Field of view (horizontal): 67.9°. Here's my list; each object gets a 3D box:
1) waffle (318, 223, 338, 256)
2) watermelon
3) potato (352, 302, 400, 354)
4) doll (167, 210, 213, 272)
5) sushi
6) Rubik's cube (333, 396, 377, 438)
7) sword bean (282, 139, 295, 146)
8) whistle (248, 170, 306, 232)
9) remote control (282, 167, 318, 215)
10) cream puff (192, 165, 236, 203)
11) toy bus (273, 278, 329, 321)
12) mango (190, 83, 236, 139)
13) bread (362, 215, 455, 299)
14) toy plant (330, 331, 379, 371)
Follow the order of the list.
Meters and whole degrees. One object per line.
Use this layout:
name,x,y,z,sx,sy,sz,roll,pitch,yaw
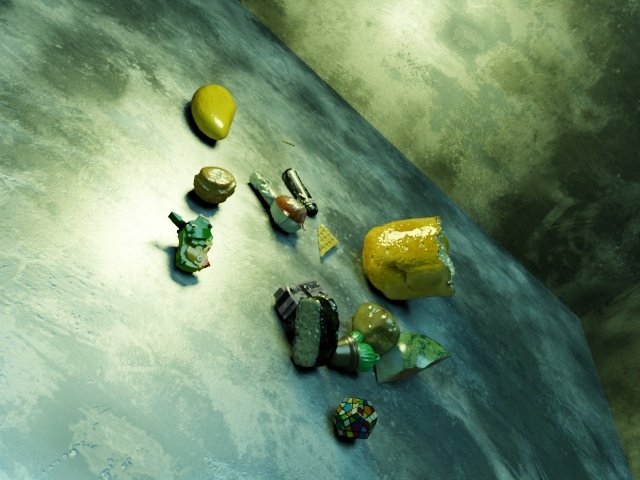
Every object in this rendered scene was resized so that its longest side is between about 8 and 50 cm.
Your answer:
waffle,0.000,0.000,2.027,0.125,0.032,0.191,49,28,5
watermelon,0.317,0.435,1.759,0.260,0.256,0.176,10,88,-55
potato,0.197,0.319,1.728,0.200,0.154,0.137,37,-14,49
doll,-0.396,0.007,1.460,0.134,0.106,0.186,10,60,-38
sushi,-0.010,0.287,1.498,0.127,0.124,0.225,12,81,-51
Rubik's cube,0.104,0.527,1.410,0.112,0.133,0.133,59,22,-27
sword bean,-0.169,-0.511,2.490,0.083,0.012,0.012,16,40,-38
whistle,-0.167,-0.155,1.934,0.142,0.134,0.346,-16,56,-47
remote control,-0.084,-0.227,2.177,0.090,0.066,0.266,-9,58,-50
cream puff,-0.384,-0.195,1.720,0.165,0.115,0.150,3,41,-37
toy bus,-0.066,0.199,1.634,0.108,0.096,0.199,51,28,19
mango,-0.468,-0.564,2.059,0.195,0.142,0.332,26,37,-21
bread,0.381,0.070,2.073,0.250,0.394,0.361,72,15,-60
toy plant,0.112,0.377,1.610,0.200,0.105,0.143,8,52,-33
